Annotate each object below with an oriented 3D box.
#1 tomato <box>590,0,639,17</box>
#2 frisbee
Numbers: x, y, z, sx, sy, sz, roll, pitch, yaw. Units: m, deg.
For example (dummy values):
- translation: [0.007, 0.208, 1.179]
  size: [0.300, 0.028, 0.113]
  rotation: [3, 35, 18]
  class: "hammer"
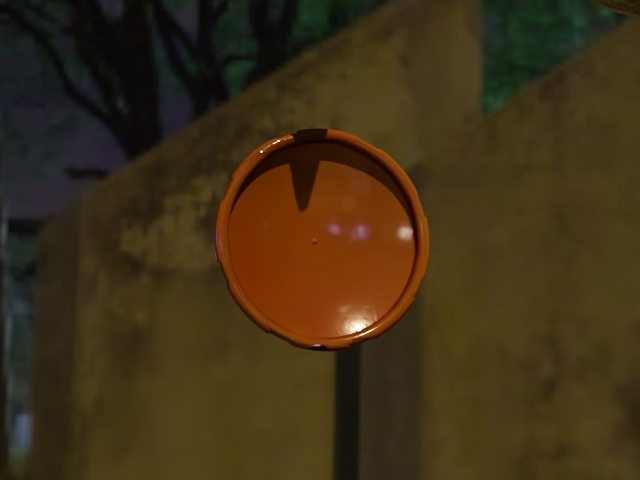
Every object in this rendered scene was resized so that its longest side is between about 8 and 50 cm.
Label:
- translation: [0.270, -0.313, 1.402]
  size: [0.223, 0.270, 0.270]
  rotation: [-12, -2, -35]
  class: "tomato"
- translation: [0.000, 0.000, 1.459]
  size: [0.192, 0.192, 0.035]
  rotation: [5, -8, -17]
  class: "frisbee"
